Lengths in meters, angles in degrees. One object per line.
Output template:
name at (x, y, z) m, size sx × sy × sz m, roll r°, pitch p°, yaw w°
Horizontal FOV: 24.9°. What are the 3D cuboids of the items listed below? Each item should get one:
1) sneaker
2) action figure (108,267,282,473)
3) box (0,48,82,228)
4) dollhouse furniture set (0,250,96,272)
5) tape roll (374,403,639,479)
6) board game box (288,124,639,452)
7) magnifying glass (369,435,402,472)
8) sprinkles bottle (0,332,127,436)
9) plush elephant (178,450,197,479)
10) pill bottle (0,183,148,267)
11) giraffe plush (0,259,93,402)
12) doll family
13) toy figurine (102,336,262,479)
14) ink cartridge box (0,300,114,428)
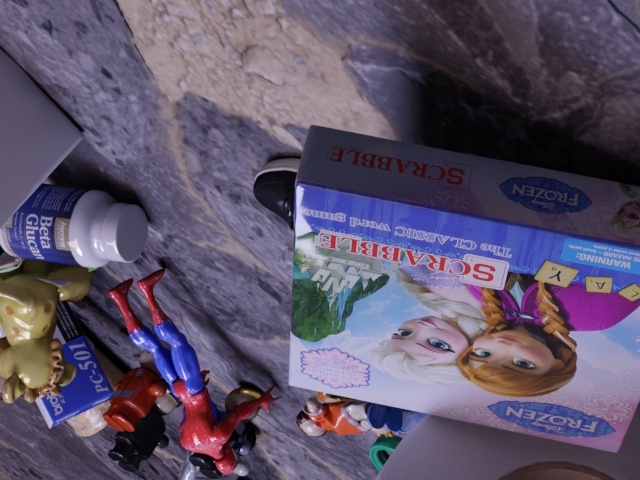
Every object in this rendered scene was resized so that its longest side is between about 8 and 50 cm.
sneaker at (0.000, 0.000, 1.391) m, size 0.216 × 0.121 × 0.079 m, roll 20°, pitch 148°, yaw 30°
action figure at (-0.155, 0.161, 1.875) m, size 0.091 × 0.139 × 0.280 m, roll -16°, pitch 101°, yaw 38°
box at (-0.471, -0.116, 1.719) m, size 0.215 × 0.168 × 0.345 m, roll 47°, pitch 152°, yaw -19°
dollhouse furniture set at (-0.346, 0.017, 1.866) m, size 0.151 × 0.076 × 0.059 m, roll -16°, pitch 120°, yaw 35°
tape roll at (0.222, 0.314, 1.343) m, size 0.392 × 0.392 × 0.072 m, roll 33°, pitch 153°, yaw 6°
board game box at (0.133, 0.052, 1.240) m, size 0.318 × 0.066 × 0.318 m, roll 11°, pitch 145°, yaw 6°
magnifying glass at (0.110, 0.321, 1.897) m, size 0.092 × 0.026 × 0.231 m, roll 26°, pitch 150°, yaw 20°
sprinkles bottle at (-0.436, 0.136, 2.141) m, size 0.355 × 0.121 × 0.121 m, roll 47°, pitch 152°, yaw -21°
plush elephant at (-0.134, 0.509, 2.268) m, size 0.255 × 0.330 × 0.272 m, roll 20°, pitch 172°, yaw -17°
pill bottle at (-0.296, -0.017, 1.739) m, size 0.169 × 0.094 × 0.094 m, roll 7°, pitch 143°, yaw 26°
giraffe plush at (-0.385, 0.120, 1.922) m, size 0.210 × 0.181 × 0.171 m, roll 20°, pitch 112°, yaw 59°
doll family at (0.088, 0.196, 1.649) m, size 0.263 × 0.118 × 0.163 m, roll 31°, pitch 153°, yaw -32°
toy figurine at (-0.185, 0.253, 2.017) m, size 0.209 × 0.148 × 0.213 m, roll 24°, pitch 150°, yaw 12°
ink cartridge box at (-0.380, 0.148, 2.029) m, size 0.207 × 0.097 × 0.046 m, roll 60°, pitch 156°, yaw 10°
